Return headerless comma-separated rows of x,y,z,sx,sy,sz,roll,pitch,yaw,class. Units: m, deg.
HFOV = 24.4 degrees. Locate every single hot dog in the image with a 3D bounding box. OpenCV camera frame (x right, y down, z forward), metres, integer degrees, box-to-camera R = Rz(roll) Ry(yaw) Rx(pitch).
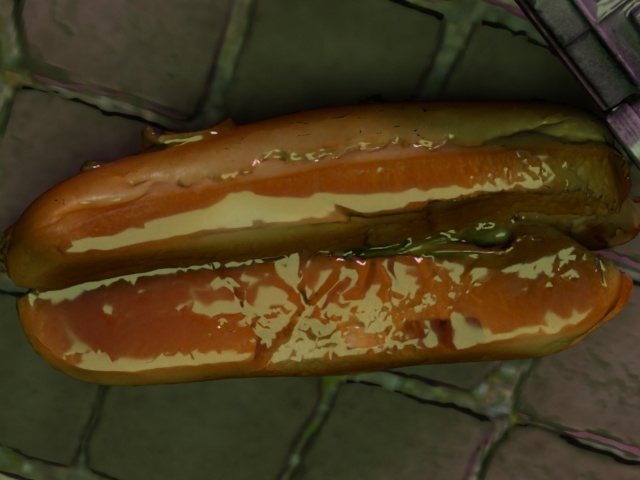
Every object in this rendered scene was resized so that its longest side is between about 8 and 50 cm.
0.000,0.000,0.578,0.270,0.072,0.109,-4,110,-2,hot dog

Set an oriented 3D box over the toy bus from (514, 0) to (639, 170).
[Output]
0.106,-0.101,0.529,0.087,0.098,0.178,-37,112,13,toy bus
